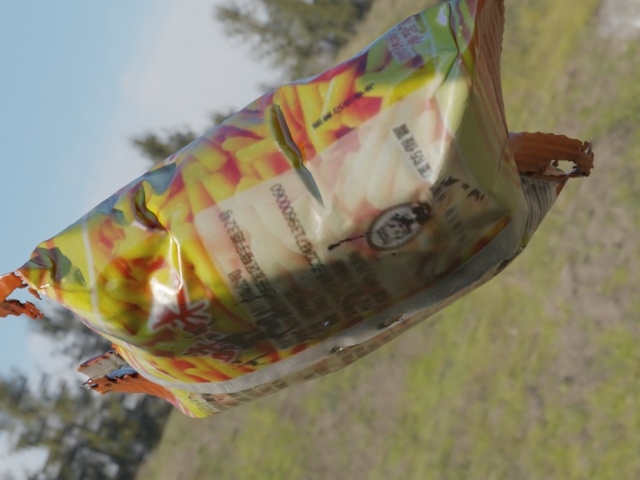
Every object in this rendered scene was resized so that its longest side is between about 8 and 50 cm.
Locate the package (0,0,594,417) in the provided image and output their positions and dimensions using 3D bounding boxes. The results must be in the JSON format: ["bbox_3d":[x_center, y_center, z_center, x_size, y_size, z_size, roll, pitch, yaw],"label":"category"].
[{"bbox_3d":[-0.003,-0.002,0.829,0.288,0.108,0.223,-34,-28,3],"label":"package"}]
